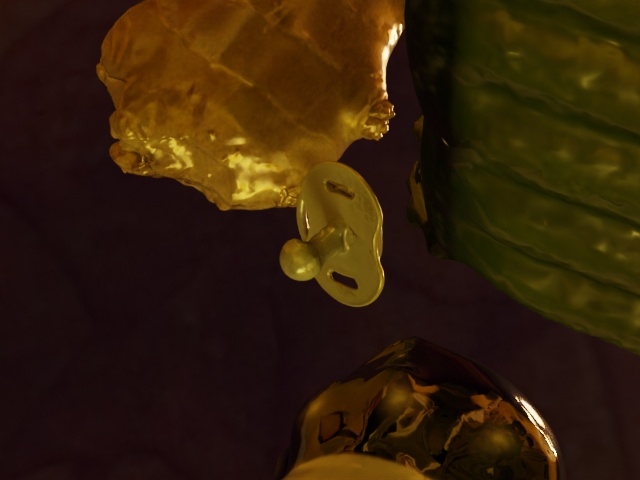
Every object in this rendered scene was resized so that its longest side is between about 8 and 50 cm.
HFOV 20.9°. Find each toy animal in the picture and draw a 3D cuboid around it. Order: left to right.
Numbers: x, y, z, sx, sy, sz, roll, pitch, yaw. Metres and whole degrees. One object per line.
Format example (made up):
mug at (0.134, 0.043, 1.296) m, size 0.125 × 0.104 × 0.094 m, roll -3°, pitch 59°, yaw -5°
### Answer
toy animal at (0.042, 0.231, 1.282) m, size 0.310 × 0.251 × 0.251 m, roll -46°, pitch -53°, yaw -60°

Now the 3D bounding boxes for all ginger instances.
ginger at (-0.026, -0.180, 1.283) m, size 0.375 × 0.236 × 0.166 m, roll -57°, pitch -30°, yaw -45°

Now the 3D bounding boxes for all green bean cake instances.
green bean cake at (0.177, -0.147, 0.816) m, size 0.319 × 0.218 × 0.335 m, roll 92°, pitch -156°, yaw -51°

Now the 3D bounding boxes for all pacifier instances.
pacifier at (0.000, 0.000, 0.924) m, size 0.064 × 0.068 × 0.083 m, roll -27°, pitch -55°, yaw -41°
